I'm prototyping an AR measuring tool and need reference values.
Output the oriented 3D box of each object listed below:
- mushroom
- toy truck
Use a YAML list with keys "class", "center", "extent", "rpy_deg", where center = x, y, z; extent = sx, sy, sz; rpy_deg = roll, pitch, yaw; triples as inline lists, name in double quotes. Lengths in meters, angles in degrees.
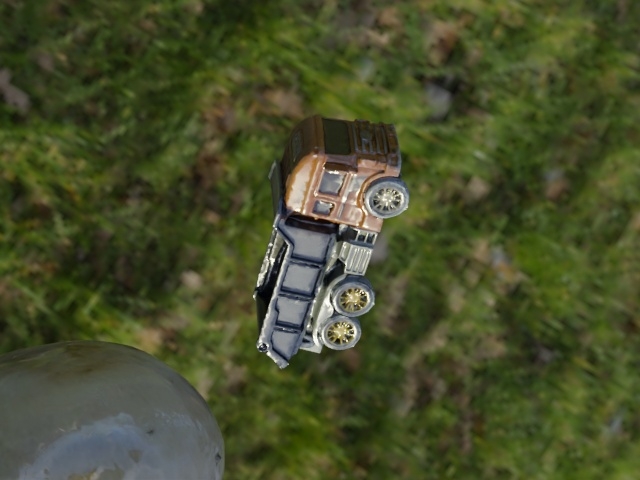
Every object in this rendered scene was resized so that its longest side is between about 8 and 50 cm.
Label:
- class: "mushroom"
  center: [-0.155, 0.169, 0.965]
  extent: [0.207, 0.207, 0.215]
  rpy_deg: [-12, 97, -55]
- class: "toy truck"
  center: [0.000, 0.000, 1.234]
  extent: [0.083, 0.092, 0.192]
  rpy_deg: [-96, -159, -58]
